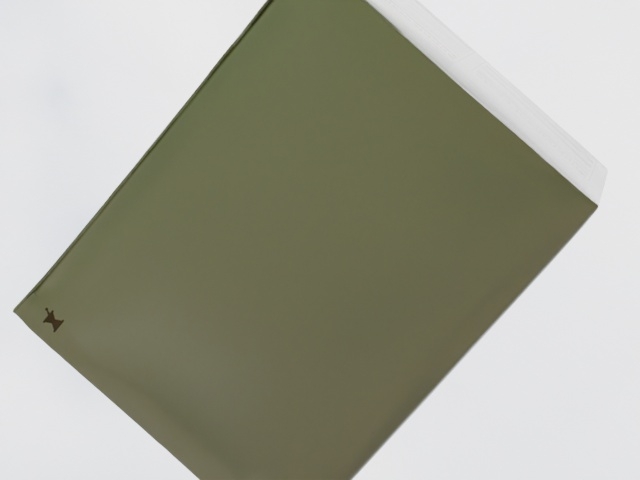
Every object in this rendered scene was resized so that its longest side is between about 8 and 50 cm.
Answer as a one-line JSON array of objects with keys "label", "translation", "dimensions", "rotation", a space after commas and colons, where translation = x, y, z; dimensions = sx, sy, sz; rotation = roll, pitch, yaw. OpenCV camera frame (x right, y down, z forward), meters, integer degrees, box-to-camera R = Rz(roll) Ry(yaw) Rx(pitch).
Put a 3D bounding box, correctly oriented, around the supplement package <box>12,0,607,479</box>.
[{"label": "supplement package", "translation": [0.000, 0.000, 1.004], "dimensions": [0.204, 0.145, 0.262], "rotation": [42, -75, 2]}]
